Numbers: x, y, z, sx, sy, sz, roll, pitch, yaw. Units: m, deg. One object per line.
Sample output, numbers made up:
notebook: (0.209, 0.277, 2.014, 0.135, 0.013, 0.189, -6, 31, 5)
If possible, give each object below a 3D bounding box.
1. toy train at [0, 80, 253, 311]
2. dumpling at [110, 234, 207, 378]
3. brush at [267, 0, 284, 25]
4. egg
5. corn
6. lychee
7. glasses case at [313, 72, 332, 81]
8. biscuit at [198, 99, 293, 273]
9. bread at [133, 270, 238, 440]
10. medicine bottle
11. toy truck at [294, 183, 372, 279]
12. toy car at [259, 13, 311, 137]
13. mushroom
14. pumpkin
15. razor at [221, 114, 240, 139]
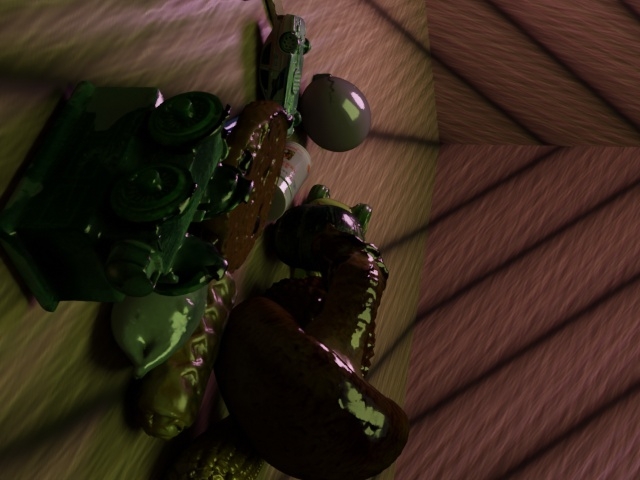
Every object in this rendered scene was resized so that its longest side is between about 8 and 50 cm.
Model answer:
toy train: (-0.191, -0.050, 0.943, 0.145, 0.202, 0.266, 76, 21, -45)
dumpling: (-0.199, 0.100, 1.135, 0.149, 0.105, 0.216, 78, 20, -44)
brush: (-0.102, -0.487, 1.594, 0.336, 0.020, 0.085, 72, 25, -57)
egg: (0.031, -0.268, 1.895, 0.198, 0.146, 0.146, 53, 41, -60)
corn: (-0.149, 0.337, 1.354, 0.322, 0.119, 0.119, -37, 128, -74)
lychee: (-0.010, 0.181, 1.637, 0.236, 0.236, 0.271, 77, 2, -47)
glasses case: (0.017, -0.300, 2.055, 0.184, 0.039, 0.077, 68, 28, -59)
biscuit: (-0.125, -0.082, 1.383, 0.296, 0.075, 0.296, 18, 90, -82)
bread: (-0.187, 0.151, 1.235, 0.087, 0.098, 0.269, 34, 47, -23)
medicine bottle: (-0.078, -0.110, 1.619, 0.183, 0.086, 0.086, -64, 152, -59)
toy truck: (0.017, -0.012, 1.932, 0.187, 0.148, 0.210, -46, 157, -74)
toy car: (-0.071, -0.300, 1.635, 0.090, 0.076, 0.224, -31, 130, -75)
mushroom: (0.025, 0.196, 1.374, 0.331, 0.356, 0.334, 63, -15, -18)
pumpkin: (-0.001, -0.001, 1.741, 0.190, 0.190, 0.146, -39, 128, -71)
razor: (-0.141, -0.180, 1.446, 0.082, 0.042, 0.253, -64, 175, 24)
